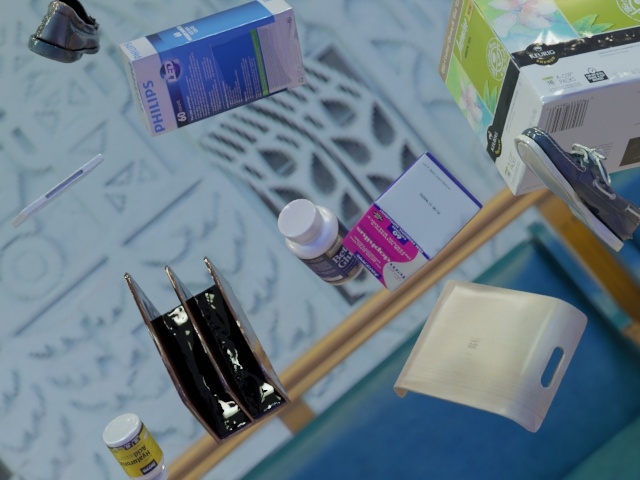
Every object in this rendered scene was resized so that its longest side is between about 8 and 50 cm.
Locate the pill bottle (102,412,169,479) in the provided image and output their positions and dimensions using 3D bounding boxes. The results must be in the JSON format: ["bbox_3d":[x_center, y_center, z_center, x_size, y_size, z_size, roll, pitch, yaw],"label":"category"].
[{"bbox_3d":[-0.278,0.324,1.983,0.065,0.116,0.065,-20,32,13],"label":"pill bottle"}]

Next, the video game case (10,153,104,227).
[{"bbox_3d":[-0.329,-0.061,1.624,0.122,0.011,0.087,-40,7,-25],"label":"video game case"}]

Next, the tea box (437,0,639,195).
[{"bbox_3d":[0.416,-0.287,2.162,0.329,0.323,0.220,-14,-39,-18],"label":"tea box"}]

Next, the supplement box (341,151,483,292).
[{"bbox_3d":[0.125,-0.021,1.837,0.114,0.111,0.220,-44,-3,-17],"label":"supplement box"}]

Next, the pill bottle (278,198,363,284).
[{"bbox_3d":[0.000,0.000,2.149,0.094,0.094,0.169,-39,-39,7],"label":"pill bottle"}]

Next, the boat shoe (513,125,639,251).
[{"bbox_3d":[0.354,-0.081,1.747,0.079,0.254,0.095,-47,30,3],"label":"boat shoe"}]

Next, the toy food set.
[{"bbox_3d":[0.282,0.195,2.197,0.306,0.092,0.220,9,63,47],"label":"toy food set"}]

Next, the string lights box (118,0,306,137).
[{"bbox_3d":[-0.161,-0.267,1.980,0.259,0.133,0.077,-20,36,-14],"label":"string lights box"}]

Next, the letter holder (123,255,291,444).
[{"bbox_3d":[-0.207,0.170,2.312,0.152,0.302,0.214,-30,-34,0],"label":"letter holder"}]

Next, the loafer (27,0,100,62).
[{"bbox_3d":[-0.370,-0.325,1.941,0.267,0.096,0.084,-99,29,-73],"label":"loafer"}]
